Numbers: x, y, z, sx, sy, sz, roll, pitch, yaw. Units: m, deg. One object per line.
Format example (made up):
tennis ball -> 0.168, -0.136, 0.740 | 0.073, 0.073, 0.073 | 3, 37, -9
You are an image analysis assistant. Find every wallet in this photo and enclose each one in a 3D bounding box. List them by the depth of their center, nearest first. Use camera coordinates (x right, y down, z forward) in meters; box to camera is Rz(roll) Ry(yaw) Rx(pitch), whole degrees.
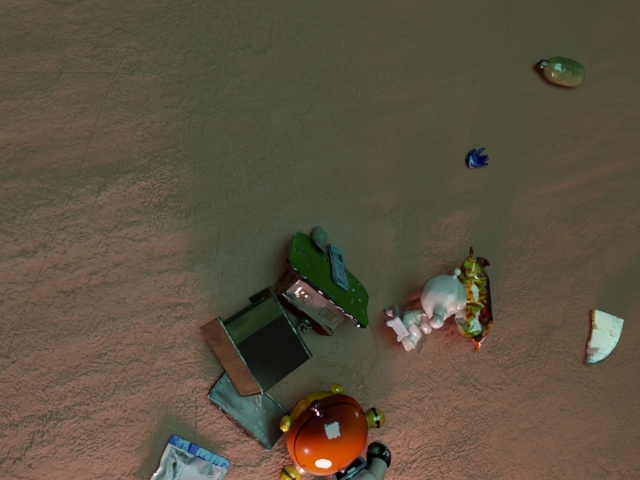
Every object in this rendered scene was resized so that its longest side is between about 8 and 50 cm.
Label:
wallet -> -0.185, 0.440, 1.679 | 0.232, 0.031, 0.122 | 44, 66, -9

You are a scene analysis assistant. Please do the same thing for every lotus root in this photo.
lotus root -> 0.827, -0.583, 2.186 | 0.183, 0.077, 0.090 | 11, 76, -18

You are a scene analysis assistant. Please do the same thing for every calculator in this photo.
calculator -> 0.049, 0.069, 1.769 | 0.018, 0.172, 0.057 | -40, 120, 21

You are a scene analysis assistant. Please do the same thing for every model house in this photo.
model house -> -0.019, 0.143, 1.749 | 0.294, 0.207, 0.154 | 41, 113, -17

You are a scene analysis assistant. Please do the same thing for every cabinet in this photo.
cabinet -> -0.169, 0.261, 1.646 | 0.175, 0.148, 0.215 | -32, 91, -34

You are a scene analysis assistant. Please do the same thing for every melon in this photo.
melon -> 0.913, 0.323, 2.063 | 0.098, 0.054, 0.182 | 17, 74, -9

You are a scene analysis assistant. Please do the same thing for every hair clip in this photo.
hair clip -> -0.001, 0.001, 1.783 | 0.022, 0.137, 0.054 | -42, 105, 17

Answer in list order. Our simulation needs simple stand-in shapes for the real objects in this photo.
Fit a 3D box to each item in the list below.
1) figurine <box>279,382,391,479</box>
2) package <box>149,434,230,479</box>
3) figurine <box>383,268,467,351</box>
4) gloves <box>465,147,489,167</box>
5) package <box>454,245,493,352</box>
figurine -> 0.034, 0.527, 1.648 | 0.320, 0.196, 0.323 | -32, 101, -15
package -> -0.337, 0.601, 1.598 | 0.171, 0.027, 0.173 | 29, 76, -12
figurine -> 0.305, 0.179, 1.781 | 0.256, 0.182, 0.144 | -39, 75, 12
gloves -> 0.505, -0.266, 2.045 | 0.086, 0.026, 0.064 | -13, 82, -20
package -> 0.445, 0.177, 1.864 | 0.108, 0.223, 0.288 | -3, 75, 19
